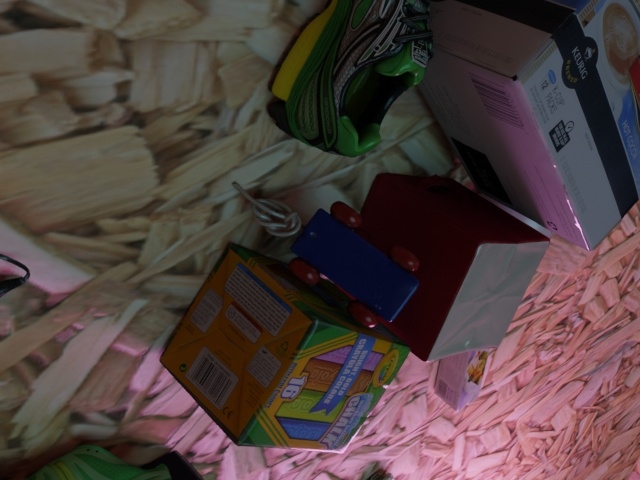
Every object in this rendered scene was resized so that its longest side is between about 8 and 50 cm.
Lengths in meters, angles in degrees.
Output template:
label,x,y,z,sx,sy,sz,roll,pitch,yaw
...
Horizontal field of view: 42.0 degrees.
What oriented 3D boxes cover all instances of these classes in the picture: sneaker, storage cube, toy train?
label,x,y,z,sx,sy,sz,roll,pitch,yaw
sneaker,-0.303,0.307,0.974,0.296,0.123,0.109,13,124,-31
sneaker,0.083,-0.244,0.902,0.134,0.146,0.343,10,111,-49
storage cube,0.168,0.032,1.173,0.184,0.193,0.214,-1,120,-46
toy train,0.000,0.000,1.043,0.105,0.248,0.143,-54,-177,-1

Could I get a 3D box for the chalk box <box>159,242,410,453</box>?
label,x,y,z,sx,sy,sz,roll,pitch,yaw
chalk box,-0.022,0.150,1.081,0.289,0.180,0.179,22,102,-53

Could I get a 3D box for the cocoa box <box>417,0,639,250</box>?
label,x,y,z,sx,sy,sz,roll,pitch,yaw
cocoa box,0.288,-0.201,1.051,0.228,0.231,0.347,-46,135,-6

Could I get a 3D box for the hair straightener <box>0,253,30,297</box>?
label,x,y,z,sx,sy,sz,roll,pitch,yaw
hair straightener,-0.374,0.072,0.754,0.230,0.047,0.089,-31,138,-27

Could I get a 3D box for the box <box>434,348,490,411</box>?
label,x,y,z,sx,sy,sz,roll,pitch,yaw
box,0.267,0.165,1.485,0.063,0.067,0.323,-24,133,-34

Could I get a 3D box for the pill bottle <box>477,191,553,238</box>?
label,x,y,z,sx,sy,sz,roll,pitch,yaw
pill bottle,0.314,-0.055,1.305,0.229,0.131,0.131,-56,143,4

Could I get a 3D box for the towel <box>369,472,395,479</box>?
label,x,y,z,sx,sy,sz,roll,pitch,yaw
towel,0.097,0.604,1.680,0.248,0.038,0.325,-45,142,-9

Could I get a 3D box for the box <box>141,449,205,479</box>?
label,x,y,z,sx,sy,sz,roll,pitch,yaw
box,-0.246,0.404,1.102,0.207,0.108,0.153,-23,133,-34
